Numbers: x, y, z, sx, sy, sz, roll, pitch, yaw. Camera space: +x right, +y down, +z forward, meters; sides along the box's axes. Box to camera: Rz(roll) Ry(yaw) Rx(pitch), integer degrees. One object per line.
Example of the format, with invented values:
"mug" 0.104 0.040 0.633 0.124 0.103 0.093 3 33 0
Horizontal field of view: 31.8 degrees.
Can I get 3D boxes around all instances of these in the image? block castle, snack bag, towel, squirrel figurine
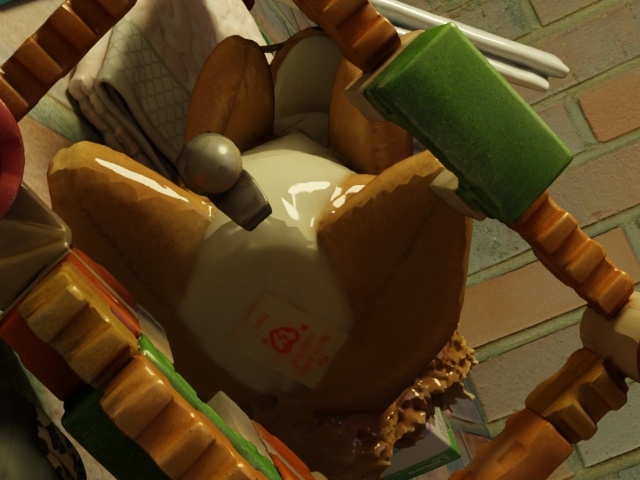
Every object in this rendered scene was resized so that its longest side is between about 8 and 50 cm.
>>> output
"block castle" 0.008 0.015 0.595 0.453 0.303 0.213 46 -3 -12
"snack bag" 0.015 -0.204 0.973 0.342 0.323 0.037 -115 -138 -74
"towel" -0.106 -0.131 1.130 0.332 0.053 0.317 58 28 -36
"squirrel figurine" -0.010 0.011 0.953 0.370 0.281 0.397 -82 164 -62

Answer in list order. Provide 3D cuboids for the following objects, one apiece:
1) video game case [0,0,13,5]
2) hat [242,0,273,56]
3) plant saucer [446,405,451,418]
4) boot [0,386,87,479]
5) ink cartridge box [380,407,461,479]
"video game case" -0.266 -0.261 0.940 0.166 0.015 0.119 -81 147 -72
"hat" -0.068 -0.240 1.345 0.173 0.184 0.208 57 27 -13
"plant saucer" 0.104 0.138 1.761 0.332 0.084 0.332 62 12 -23
"boot" -0.162 0.119 0.442 0.236 0.085 0.178 58 8 -38
"ink cartridge box" 0.056 0.163 1.349 0.278 0.117 0.201 47 22 -61
